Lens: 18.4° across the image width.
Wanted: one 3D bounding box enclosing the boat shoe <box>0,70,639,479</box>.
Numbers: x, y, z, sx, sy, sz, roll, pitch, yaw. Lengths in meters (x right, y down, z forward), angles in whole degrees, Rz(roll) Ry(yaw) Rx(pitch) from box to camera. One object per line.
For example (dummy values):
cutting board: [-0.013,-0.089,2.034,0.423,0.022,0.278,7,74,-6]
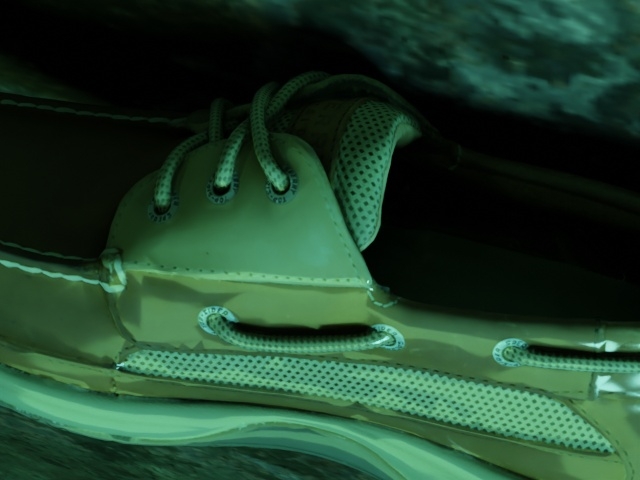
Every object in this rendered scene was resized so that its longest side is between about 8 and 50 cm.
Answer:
boat shoe: [0.000,0.000,0.631,0.324,0.122,0.120,15,131,3]
